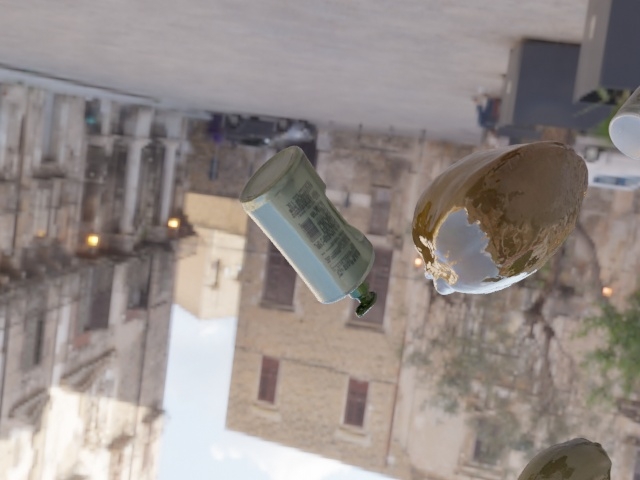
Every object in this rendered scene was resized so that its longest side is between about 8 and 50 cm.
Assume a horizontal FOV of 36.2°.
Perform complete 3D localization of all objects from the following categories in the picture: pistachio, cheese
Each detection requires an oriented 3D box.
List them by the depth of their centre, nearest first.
[{"bbox_3d":[0.233,-0.042,1.209,0.261,0.212,0.163,-32,-113,-24],"label":"pistachio"},{"bbox_3d":[0.302,0.346,1.221,0.175,0.202,0.091,14,178,-41],"label":"cheese"}]

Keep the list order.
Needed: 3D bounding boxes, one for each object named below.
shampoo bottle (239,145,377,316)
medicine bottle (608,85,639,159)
[{"bbox_3d":[0.000,0.000,1.280,0.087,0.234,0.118,-19,-152,39],"label":"shampoo bottle"},{"bbox_3d":[0.335,-0.129,0.977,0.058,0.058,0.091,13,-131,45],"label":"medicine bottle"}]
